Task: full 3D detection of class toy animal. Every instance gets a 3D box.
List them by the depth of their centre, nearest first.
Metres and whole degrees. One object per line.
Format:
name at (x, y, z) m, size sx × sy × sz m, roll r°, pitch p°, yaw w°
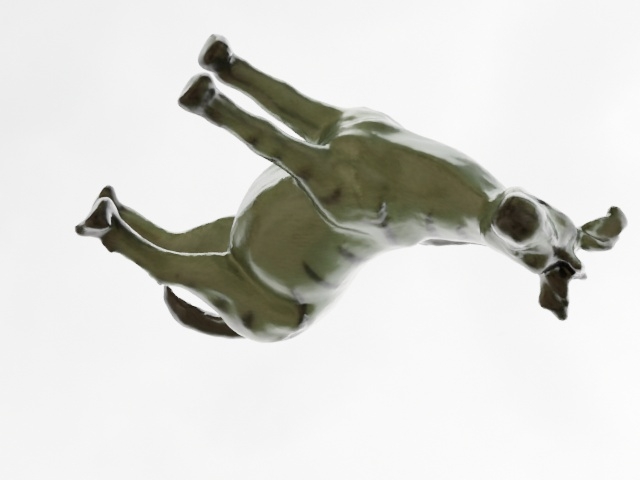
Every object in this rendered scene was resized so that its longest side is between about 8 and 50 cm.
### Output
toy animal at (0.002, -0.004, 0.670) m, size 0.176 × 0.073 × 0.217 m, roll 36°, pitch -40°, yaw -12°
